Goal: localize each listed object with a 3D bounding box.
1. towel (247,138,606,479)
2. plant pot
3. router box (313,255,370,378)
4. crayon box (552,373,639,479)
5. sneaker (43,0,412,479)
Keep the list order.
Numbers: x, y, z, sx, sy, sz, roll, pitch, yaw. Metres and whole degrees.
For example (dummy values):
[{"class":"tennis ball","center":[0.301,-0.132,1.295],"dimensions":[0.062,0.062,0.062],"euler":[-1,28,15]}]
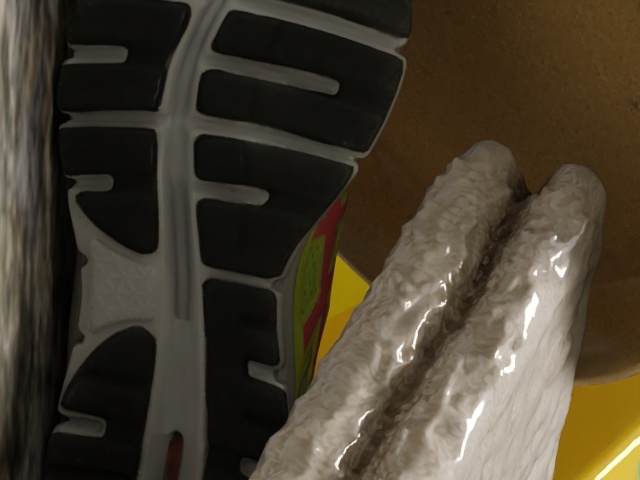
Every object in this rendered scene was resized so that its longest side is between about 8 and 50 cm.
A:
[{"class":"towel","center":[-0.008,0.121,0.452],"dimensions":[0.282,0.049,0.187],"euler":[-55,157,-38]},{"class":"plant pot","center":[0.031,-0.069,0.516],"dimensions":[0.236,0.032,0.236],"euler":[41,-32,32]},{"class":"router box","center":[0.000,0.089,0.748],"dimensions":[0.046,0.133,0.178],"euler":[-85,178,-83]},{"class":"crayon box","center":[0.085,0.166,0.700],"dimensions":[0.323,0.083,0.203],"euler":[-36,121,-34]},{"class":"sneaker","center":[-0.030,-0.010,0.503],"dimensions":[0.094,0.082,0.208],"euler":[-81,-175,-83]}]
